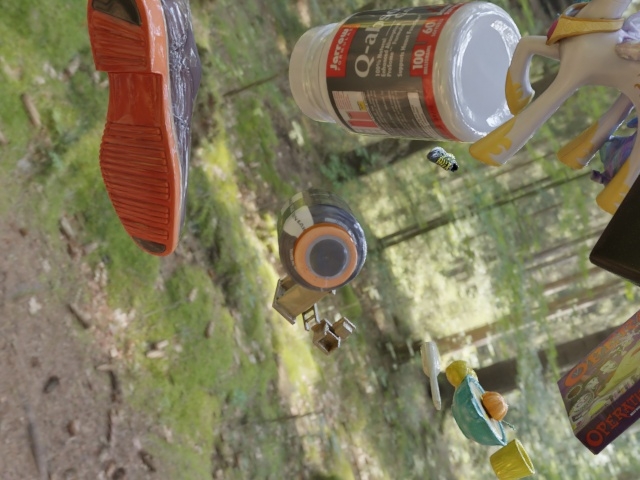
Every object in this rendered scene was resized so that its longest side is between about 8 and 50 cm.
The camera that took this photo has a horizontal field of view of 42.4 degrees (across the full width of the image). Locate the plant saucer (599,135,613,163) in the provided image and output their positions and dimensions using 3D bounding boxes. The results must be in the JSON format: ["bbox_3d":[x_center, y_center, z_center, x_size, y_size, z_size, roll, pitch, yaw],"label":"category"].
[{"bbox_3d":[0.474,-0.096,1.162,0.192,0.018,0.067,32,-13,37],"label":"plant saucer"}]

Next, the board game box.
[{"bbox_3d":[0.487,0.138,1.167,0.056,0.347,0.208,45,14,3],"label":"board game box"}]

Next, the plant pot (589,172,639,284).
[{"bbox_3d":[0.433,0.002,0.855,0.187,0.188,0.167,22,13,-37],"label":"plant pot"}]

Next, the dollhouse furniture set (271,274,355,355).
[{"bbox_3d":[0.032,0.099,1.563,0.161,0.182,0.101,44,25,-20],"label":"dollhouse furniture set"}]

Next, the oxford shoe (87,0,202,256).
[{"bbox_3d":[-0.147,-0.116,0.784,0.098,0.097,0.271,-35,134,-52],"label":"oxford shoe"}]

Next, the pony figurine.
[{"bbox_3d":[0.399,-0.213,1.013,0.303,0.351,0.363,-62,174,-51],"label":"pony figurine"}]

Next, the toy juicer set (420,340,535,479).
[{"bbox_3d":[0.272,0.271,1.449,0.329,0.089,0.209,48,18,-37],"label":"toy juicer set"}]

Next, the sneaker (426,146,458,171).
[{"bbox_3d":[0.232,-0.151,1.546,0.083,0.031,0.035,8,39,-45],"label":"sneaker"}]

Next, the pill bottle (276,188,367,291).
[{"bbox_3d":[0.000,0.000,1.239,0.245,0.130,0.130,-109,174,-79],"label":"pill bottle"}]

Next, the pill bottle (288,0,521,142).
[{"bbox_3d":[0.128,-0.270,1.341,0.210,0.363,0.210,-10,104,-42],"label":"pill bottle"}]
